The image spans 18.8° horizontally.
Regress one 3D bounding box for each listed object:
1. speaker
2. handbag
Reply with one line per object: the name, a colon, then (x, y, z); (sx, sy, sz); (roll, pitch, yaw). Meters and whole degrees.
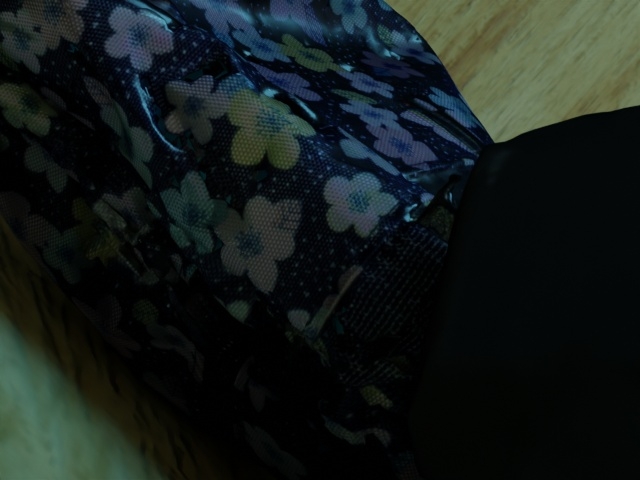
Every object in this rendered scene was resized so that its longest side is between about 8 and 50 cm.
speaker: (0.152, 0.116, 0.444); (0.388, 0.180, 0.184); (53, 39, -41)
handbag: (0.000, 0.000, 0.574); (0.208, 0.127, 0.228); (50, 4, 17)
